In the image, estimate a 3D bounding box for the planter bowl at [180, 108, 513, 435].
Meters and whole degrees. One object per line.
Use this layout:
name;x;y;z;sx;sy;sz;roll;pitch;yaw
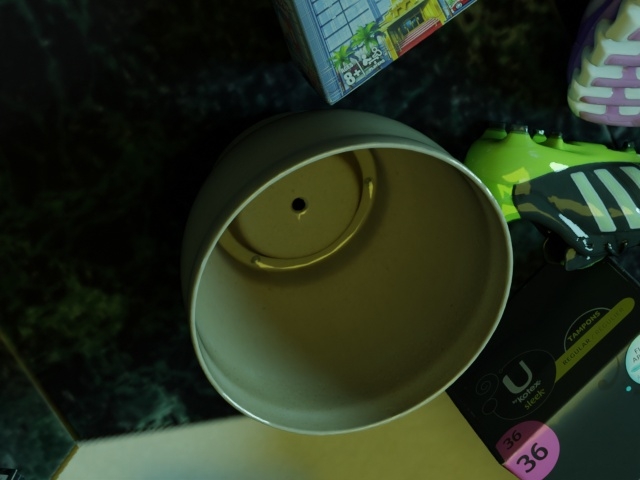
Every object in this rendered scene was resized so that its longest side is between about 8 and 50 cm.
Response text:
planter bowl;0.000;0.000;0.962;0.162;0.109;0.162;-10;122;-15

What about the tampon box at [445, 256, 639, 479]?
tampon box;0.170;0.100;1.083;0.120;0.101;0.161;-46;122;5

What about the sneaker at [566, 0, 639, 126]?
sneaker;0.182;-0.160;0.966;0.095;0.104;0.236;-1;138;-21

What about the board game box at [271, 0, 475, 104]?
board game box;0.026;-0.198;0.901;0.194;0.060;0.194;-36;123;0

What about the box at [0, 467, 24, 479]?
box;-0.214;0.217;0.982;0.175;0.051;0.220;-3;121;14

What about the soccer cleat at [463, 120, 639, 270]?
soccer cleat;0.158;-0.018;1.040;0.179;0.060;0.072;7;94;-16
